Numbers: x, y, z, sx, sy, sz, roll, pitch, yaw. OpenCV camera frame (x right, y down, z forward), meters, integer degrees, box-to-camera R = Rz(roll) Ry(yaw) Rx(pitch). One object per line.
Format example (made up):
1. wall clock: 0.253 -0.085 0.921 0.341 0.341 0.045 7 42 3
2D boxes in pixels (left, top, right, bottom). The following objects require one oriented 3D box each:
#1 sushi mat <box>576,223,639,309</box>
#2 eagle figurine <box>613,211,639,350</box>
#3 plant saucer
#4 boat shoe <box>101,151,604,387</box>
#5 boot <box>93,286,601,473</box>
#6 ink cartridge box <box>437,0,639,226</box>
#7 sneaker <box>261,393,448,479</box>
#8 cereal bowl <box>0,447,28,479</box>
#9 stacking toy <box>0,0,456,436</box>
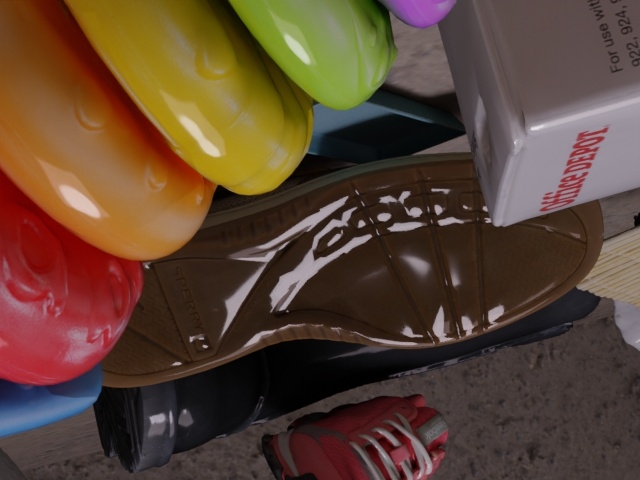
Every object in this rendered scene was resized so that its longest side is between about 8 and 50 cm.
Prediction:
1. sushi mat: 0.304 0.008 1.144 0.151 0.019 0.316 18 160 -18
2. eagle figurine: 0.375 -0.010 1.289 0.226 0.225 0.298 -5 180 -4
3. plant saucer: 0.021 -0.067 0.881 0.067 0.018 0.192 -19 169 24
4. boat shoe: 0.000 0.000 0.967 0.342 0.123 0.123 -14 -155 7
5. boot: 0.037 0.072 1.294 0.445 0.146 0.367 -10 177 -13
6. ink cartridge box: 0.187 -0.108 0.620 0.272 0.115 0.198 -16 170 1
7. sneaker: 0.039 0.176 1.289 0.136 0.116 0.314 -26 -177 5
8. cereal bowl: -0.294 0.114 0.814 0.339 0.141 0.339 20 177 1
9. stacking toy: -0.020 -0.084 0.406 0.302 0.175 0.166 -29 170 11
